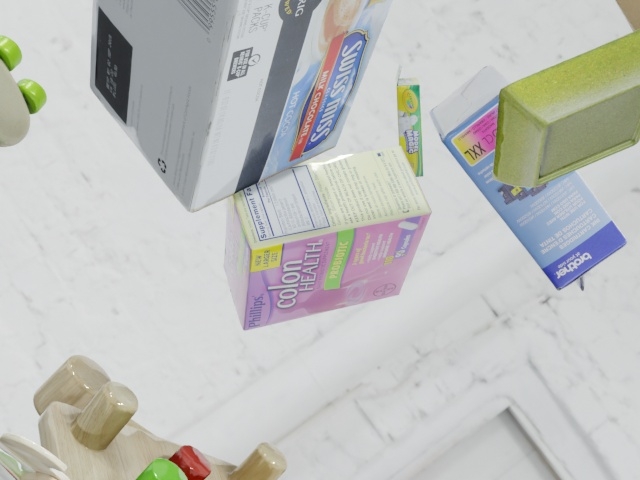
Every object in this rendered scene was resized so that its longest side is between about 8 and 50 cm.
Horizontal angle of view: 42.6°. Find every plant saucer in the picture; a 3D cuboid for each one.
[{"bbox_3d":[0.282,-0.129,0.877,0.188,0.188,0.045,70,-4,-64],"label":"plant saucer"}]

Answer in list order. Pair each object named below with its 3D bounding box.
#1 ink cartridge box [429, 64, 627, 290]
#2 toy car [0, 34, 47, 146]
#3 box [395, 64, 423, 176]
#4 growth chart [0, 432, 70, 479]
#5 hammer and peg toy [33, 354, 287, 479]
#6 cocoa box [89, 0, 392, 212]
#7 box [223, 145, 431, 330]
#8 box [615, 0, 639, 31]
[{"bbox_3d":[0.372,-0.095,1.439,0.395,0.151,0.270,48,15,-12],"label":"ink cartridge box"},{"bbox_3d":[-0.537,-0.204,1.217,0.188,0.155,0.149,1,-46,26],"label":"toy car"},{"bbox_3d":[0.150,-0.205,1.396,0.105,0.043,0.179,-78,162,-71],"label":"box"},{"bbox_3d":[-0.154,0.153,0.429,0.171,0.021,0.237,-7,-52,28],"label":"growth chart"},{"bbox_3d":[-0.123,0.233,0.729,0.266,0.127,0.361,33,13,-36],"label":"hammer and peg toy"},{"bbox_3d":[-0.087,-0.247,0.874,0.231,0.227,0.347,50,-34,20],"label":"cocoa box"},{"bbox_3d":[0.000,0.000,1.117,0.214,0.242,0.117,103,-28,-55],"label":"box"},{"bbox_3d":[0.505,-0.420,1.224,0.201,0.164,0.021,43,23,-30],"label":"box"}]
